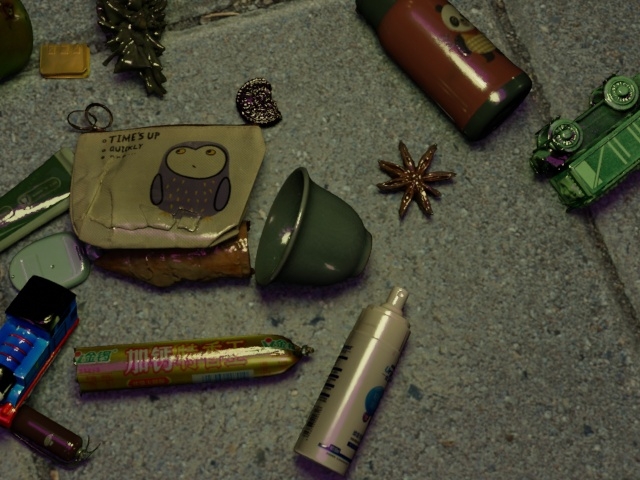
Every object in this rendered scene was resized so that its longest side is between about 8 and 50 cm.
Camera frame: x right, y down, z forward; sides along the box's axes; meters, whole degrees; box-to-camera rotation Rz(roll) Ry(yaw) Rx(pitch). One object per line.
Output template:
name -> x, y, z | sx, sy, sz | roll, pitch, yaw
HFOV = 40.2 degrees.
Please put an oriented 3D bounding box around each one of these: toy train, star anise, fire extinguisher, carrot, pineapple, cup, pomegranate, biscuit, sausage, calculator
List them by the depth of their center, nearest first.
toy train -> -0.451, 0.165, 1.322 | 0.082, 0.131, 0.204 | 25, 53, 3
fire extinguisher -> -0.420, 0.298, 1.345 | 0.158, 0.043, 0.064 | 30, 91, 5
sausage -> -0.193, 0.191, 1.370 | 0.371, 0.082, 0.082 | -4, 76, -5
cup -> 0.000, 0.000, 1.395 | 0.150, 0.199, 0.199 | 20, 74, -17
carrot -> -0.236, 0.024, 1.412 | 0.263, 0.102, 0.102 | -4, 75, 0
calculator -> -0.430, 0.036, 1.425 | 0.153, 0.021, 0.095 | -20, 78, -5
pomegranate -> -0.584, -0.337, 1.454 | 0.209, 0.180, 0.180 | -28, 76, 27
pineapple -> -0.317, -0.412, 1.477 | 0.169, 0.169, 0.341 | -2, 99, -4
star anise -> 0.157, -0.105, 1.485 | 0.141, 0.042, 0.141 | 1, 79, -3
toy train -> 0.481, -0.175, 1.491 | 0.269, 0.115, 0.154 | -37, 89, -12
biscuit -> -0.104, -0.238, 1.513 | 0.089, 0.027, 0.087 | 21, 76, 3

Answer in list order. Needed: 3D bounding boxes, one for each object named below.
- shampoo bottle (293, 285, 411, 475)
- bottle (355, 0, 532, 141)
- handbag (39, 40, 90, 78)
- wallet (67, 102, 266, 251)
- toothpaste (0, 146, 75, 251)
shampoo bottle -> 0.064, 0.211, 1.372 | 0.092, 0.092, 0.303 | 27, 75, 4
bottle -> 0.196, -0.331, 1.498 | 0.144, 0.144, 0.336 | -41, 80, -12
handbag -> -0.443, -0.312, 1.513 | 0.083, 0.027, 0.061 | -1, 76, -2
wallet -> -0.257, -0.101, 1.403 | 0.335, 0.068, 0.275 | 0, 57, 2
toothpaste -> -0.543, -0.008, 1.412 | 0.392, 0.061, 0.099 | -38, 80, -16
